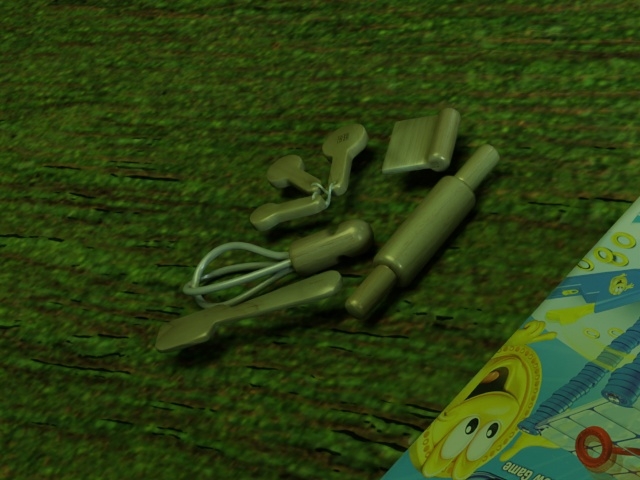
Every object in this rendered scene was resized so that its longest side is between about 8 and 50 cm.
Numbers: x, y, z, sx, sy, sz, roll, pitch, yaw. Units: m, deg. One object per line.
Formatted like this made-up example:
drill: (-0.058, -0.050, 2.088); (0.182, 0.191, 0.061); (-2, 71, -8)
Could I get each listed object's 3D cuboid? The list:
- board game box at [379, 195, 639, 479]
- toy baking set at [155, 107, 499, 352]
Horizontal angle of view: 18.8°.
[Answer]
board game box: (0.199, 0.127, 0.958); (0.302, 0.086, 0.308); (-45, 35, -22)
toy baking set: (0.006, 0.000, 1.342); (0.196, 0.030, 0.256); (4, 45, 45)
